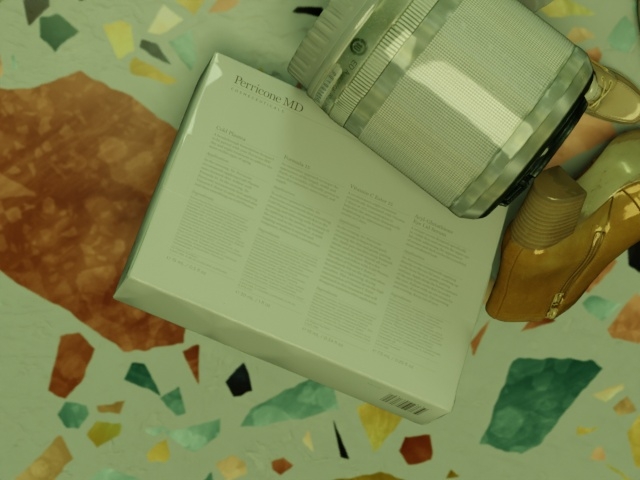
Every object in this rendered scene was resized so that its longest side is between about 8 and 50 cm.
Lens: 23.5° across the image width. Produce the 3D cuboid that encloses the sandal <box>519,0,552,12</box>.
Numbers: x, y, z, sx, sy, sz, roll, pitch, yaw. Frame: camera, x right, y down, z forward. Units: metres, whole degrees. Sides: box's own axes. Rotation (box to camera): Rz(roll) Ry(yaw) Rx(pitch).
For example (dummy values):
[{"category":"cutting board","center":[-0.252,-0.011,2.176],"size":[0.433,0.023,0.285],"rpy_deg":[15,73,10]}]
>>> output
[{"category":"sandal","center":[0.266,-0.326,1.672],"size":[0.265,0.076,0.102],"rpy_deg":[-24,121,29]}]

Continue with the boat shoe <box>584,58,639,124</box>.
[{"category":"boat shoe","center":[0.297,-0.174,1.733],"size":[0.170,0.059,0.063],"rpy_deg":[25,108,-11]}]

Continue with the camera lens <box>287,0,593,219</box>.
[{"category":"camera lens","center":[0.131,-0.173,1.622],"size":[0.274,0.219,0.219],"rpy_deg":[37,105,0]}]

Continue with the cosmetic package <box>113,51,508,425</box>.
[{"category":"cosmetic package","center":[0.000,0.000,1.684],"size":[0.377,0.097,0.284],"rpy_deg":[24,68,-10]}]

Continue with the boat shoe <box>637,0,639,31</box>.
[{"category":"boat shoe","center":[0.425,-0.322,1.646],"size":[0.132,0.130,0.355],"rpy_deg":[3,110,-3]}]

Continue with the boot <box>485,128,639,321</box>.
[{"category":"boot","center":[0.328,-0.012,1.780],"size":[0.295,0.104,0.211],"rpy_deg":[-14,140,-26]}]
